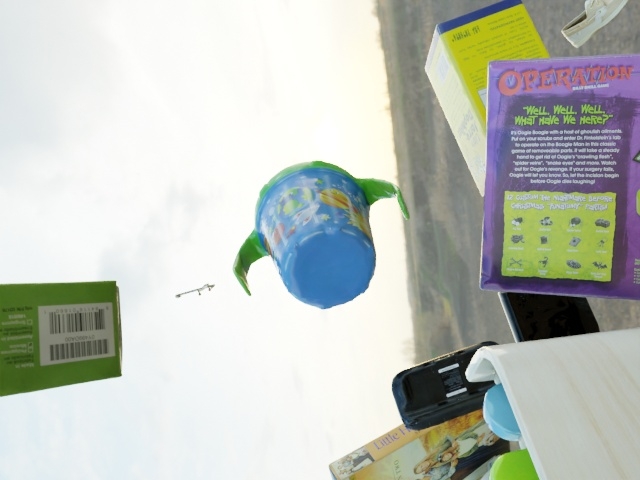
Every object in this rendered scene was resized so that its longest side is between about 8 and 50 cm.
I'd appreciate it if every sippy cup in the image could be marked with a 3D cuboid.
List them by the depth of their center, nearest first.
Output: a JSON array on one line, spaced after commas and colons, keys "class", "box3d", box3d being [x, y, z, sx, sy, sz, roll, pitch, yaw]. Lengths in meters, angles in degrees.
[{"class": "sippy cup", "box3d": [0.000, 0.000, 1.038, 0.306, 0.239, 0.224, -58, 23, 20]}]

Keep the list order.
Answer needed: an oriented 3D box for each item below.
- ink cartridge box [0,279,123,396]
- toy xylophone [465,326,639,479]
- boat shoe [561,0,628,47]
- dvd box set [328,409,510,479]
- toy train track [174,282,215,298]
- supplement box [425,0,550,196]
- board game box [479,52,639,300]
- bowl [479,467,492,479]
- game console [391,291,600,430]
[{"class": "ink cartridge box", "box3d": [-0.345, 0.101, 0.558, 0.188, 0.255, 0.097, 3, -102, -49]}, {"class": "toy xylophone", "box3d": [0.206, 0.166, 0.292, 0.323, 0.236, 0.081, -86, -7, -47]}, {"class": "boat shoe", "box3d": [0.569, -0.474, 1.167, 0.063, 0.059, 0.170, -61, 6, -34]}, {"class": "dvd box set", "box3d": [0.239, 0.521, 1.259, 0.062, 0.420, 0.308, 36, 144, 58]}, {"class": "toy train track", "box3d": [-0.246, 0.103, 1.116, 0.048, 0.083, 0.014, -40, 69, 53]}, {"class": "supplement box", "box3d": [0.398, -0.312, 1.258, 0.195, 0.194, 0.357, 76, 174, -79]}, {"class": "board game box", "box3d": [0.316, -0.051, 0.473, 0.056, 0.346, 0.208, -32, -57, -69]}, {"class": "bowl", "box3d": [0.416, 0.572, 1.210, 0.156, 0.289, 0.290, 39, 158, 37]}, {"class": "game console", "box3d": [0.291, 0.201, 0.941, 0.044, 0.361, 0.213, 102, 149, -87]}]
